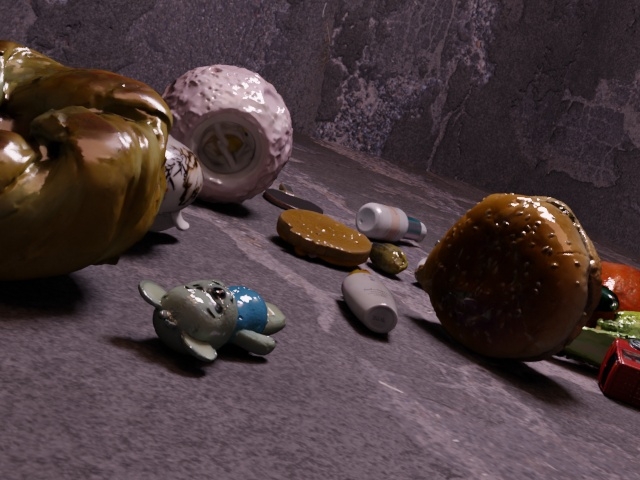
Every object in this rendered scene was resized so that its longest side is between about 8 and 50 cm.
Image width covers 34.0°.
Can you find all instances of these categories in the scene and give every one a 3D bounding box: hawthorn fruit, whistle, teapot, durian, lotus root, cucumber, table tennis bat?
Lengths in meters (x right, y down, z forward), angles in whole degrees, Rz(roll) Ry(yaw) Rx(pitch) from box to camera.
[{"bbox_3d":[0.480,0.137,1.780,0.165,0.165,0.285,23,27,18],"label":"hawthorn fruit"},{"bbox_3d":[-0.100,0.080,1.124,0.114,0.077,0.235,45,16,21],"label":"whistle"},{"bbox_3d":[-0.272,-0.065,1.403,0.208,0.166,0.299,5,15,21],"label":"teapot"},{"bbox_3d":[0.510,0.178,1.640,0.375,0.132,0.107,11,29,4],"label":"durian"},{"bbox_3d":[0.117,0.030,1.848,0.054,0.049,0.099,4,17,-29],"label":"lotus root"},{"bbox_3d":[0.402,0.088,1.749,0.056,0.056,0.284,14,-1,-28],"label":"cucumber"},{"bbox_3d":[-0.061,-0.087,2.217,0.130,0.019,0.220,19,12,-13],"label":"table tennis bat"}]

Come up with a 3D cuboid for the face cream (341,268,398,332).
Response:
[{"bbox_3d":[0.069,0.084,1.473,0.072,0.051,0.182,14,10,-9],"label":"face cream"}]

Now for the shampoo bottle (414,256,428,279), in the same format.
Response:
[{"bbox_3d":[0.275,0.090,1.827,0.221,0.051,0.108,24,6,22],"label":"shampoo bottle"}]

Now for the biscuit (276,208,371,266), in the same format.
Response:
[{"bbox_3d":[-0.001,0.004,1.782,0.170,0.050,0.170,18,19,-6],"label":"biscuit"}]

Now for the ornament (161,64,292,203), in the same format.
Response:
[{"bbox_3d":[-0.177,-0.196,1.906,0.259,0.259,0.225,17,17,-17],"label":"ornament"}]

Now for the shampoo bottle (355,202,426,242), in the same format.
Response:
[{"bbox_3d":[0.154,-0.033,2.177,0.074,0.074,0.192,29,13,40],"label":"shampoo bottle"}]

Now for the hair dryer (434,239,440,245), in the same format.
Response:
[{"bbox_3d":[0.368,0.036,2.283,0.220,0.054,0.195,15,12,-19],"label":"hair dryer"}]

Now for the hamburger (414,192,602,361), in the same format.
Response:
[{"bbox_3d":[0.272,0.051,1.510,0.146,0.243,0.286,8,0,-41],"label":"hamburger"}]

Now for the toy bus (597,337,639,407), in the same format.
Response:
[{"bbox_3d":[0.515,0.218,1.547,0.195,0.081,0.089,21,20,4],"label":"toy bus"}]

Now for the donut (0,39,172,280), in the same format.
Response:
[{"bbox_3d":[-0.337,-0.098,1.138,0.360,0.170,0.360,6,29,-3],"label":"donut"}]
